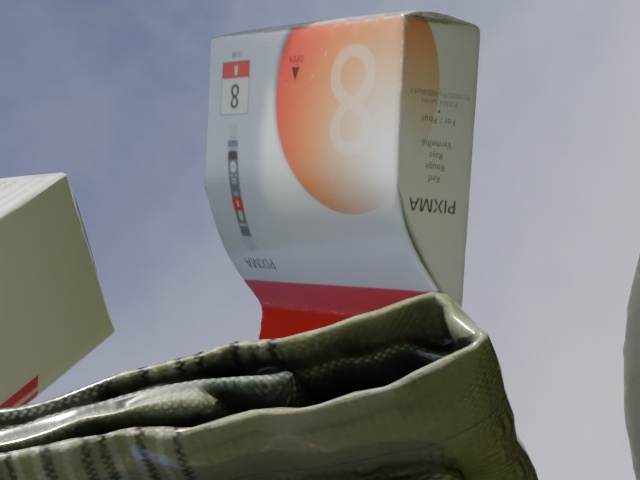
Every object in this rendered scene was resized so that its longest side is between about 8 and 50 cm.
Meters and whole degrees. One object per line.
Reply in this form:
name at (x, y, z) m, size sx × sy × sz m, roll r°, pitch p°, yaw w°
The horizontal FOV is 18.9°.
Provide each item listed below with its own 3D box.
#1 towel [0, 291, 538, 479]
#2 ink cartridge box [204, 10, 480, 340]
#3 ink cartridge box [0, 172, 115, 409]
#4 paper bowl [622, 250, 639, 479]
towel at (-0.075, 0.173, 0.509) m, size 0.056 × 0.312 × 0.324 m, roll -95°, pitch -11°, yaw -52°
ink cartridge box at (0.000, 0.000, 0.792) m, size 0.045 × 0.145 × 0.179 m, roll 8°, pitch -93°, yaw -35°
ink cartridge box at (-0.236, 0.040, 0.918) m, size 0.158 × 0.218 × 0.092 m, roll -42°, pitch -58°, yaw -57°
paper bowl at (0.219, 0.054, 0.519) m, size 0.148 × 0.284 × 0.284 m, roll -35°, pitch -61°, yaw -52°
